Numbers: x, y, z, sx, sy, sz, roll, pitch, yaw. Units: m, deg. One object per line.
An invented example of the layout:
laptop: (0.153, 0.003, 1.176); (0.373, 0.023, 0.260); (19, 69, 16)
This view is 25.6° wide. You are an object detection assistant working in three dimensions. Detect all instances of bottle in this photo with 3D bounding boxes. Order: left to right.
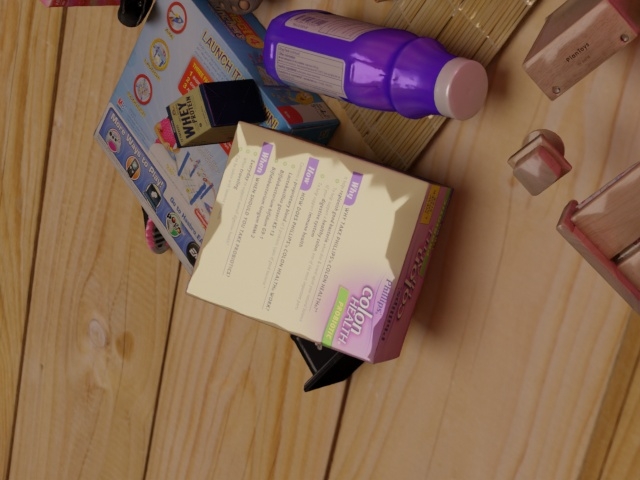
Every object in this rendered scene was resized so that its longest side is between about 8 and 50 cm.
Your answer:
bottle: (0.062, -0.197, 1.592); (0.283, 0.118, 0.092); (21, 113, 42)

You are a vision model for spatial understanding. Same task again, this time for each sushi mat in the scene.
sushi mat: (0.128, -0.224, 1.615); (0.151, 0.019, 0.316); (56, 133, 21)

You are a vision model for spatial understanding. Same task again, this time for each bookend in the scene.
bookend: (0.009, 0.081, 1.770); (0.156, 0.072, 0.157); (-47, 64, 42)

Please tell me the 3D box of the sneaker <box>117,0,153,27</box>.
sneaker: (-0.235, -0.351, 1.888); (0.089, 0.051, 0.170); (129, 160, -65)

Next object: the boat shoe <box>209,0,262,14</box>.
boat shoe: (-0.188, -0.414, 1.789); (0.324, 0.116, 0.123); (34, 166, 4)

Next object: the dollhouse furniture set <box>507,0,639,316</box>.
dollhouse furniture set: (0.376, -0.107, 1.363); (0.355, 0.174, 0.303); (46, 121, -8)

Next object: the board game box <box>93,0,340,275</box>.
board game box: (-0.150, -0.148, 1.880); (0.308, 0.086, 0.302); (53, 131, 25)

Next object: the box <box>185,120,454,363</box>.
box: (0.000, 0.000, 1.629); (0.243, 0.117, 0.213); (19, 96, 19)

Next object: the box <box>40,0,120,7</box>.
box: (-0.321, -0.486, 1.941); (0.142, 0.154, 0.300); (42, 126, 33)

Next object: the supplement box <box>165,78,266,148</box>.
supplement box: (-0.129, -0.156, 1.729); (0.083, 0.083, 0.056); (-25, 79, 48)

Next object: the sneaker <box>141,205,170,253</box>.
sneaker: (-0.241, -0.040, 2.041); (0.057, 0.047, 0.119); (-170, 74, -68)

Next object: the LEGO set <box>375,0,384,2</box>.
LEGO set: (0.034, -0.419, 1.609); (0.132, 0.107, 0.287); (22, 113, 43)
